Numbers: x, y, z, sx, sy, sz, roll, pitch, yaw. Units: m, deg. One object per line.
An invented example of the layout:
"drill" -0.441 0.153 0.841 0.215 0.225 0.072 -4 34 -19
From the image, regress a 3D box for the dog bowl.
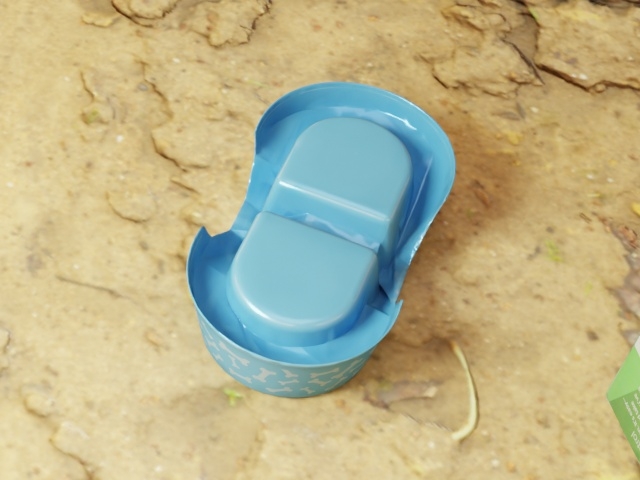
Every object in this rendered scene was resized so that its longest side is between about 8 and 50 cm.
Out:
"dog bowl" 0.000 0.000 1.229 0.166 0.074 0.297 20 50 6

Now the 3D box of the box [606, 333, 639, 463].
"box" 0.308 0.105 1.038 0.058 0.322 0.232 -6 53 -20
